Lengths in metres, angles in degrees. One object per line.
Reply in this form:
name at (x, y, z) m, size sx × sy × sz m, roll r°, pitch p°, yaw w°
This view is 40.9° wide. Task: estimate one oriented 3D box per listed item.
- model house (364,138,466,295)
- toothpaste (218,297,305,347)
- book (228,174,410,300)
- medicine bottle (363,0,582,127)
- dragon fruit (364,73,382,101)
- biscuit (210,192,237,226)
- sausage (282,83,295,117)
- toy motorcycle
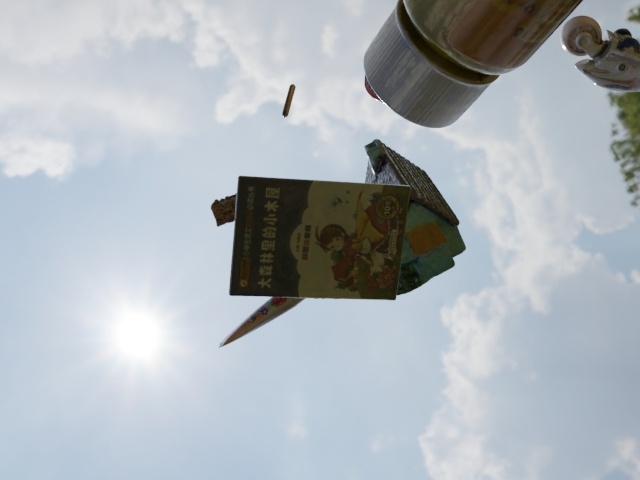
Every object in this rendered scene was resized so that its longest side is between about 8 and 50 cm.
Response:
model house at (0.163, -0.071, 1.913) m, size 0.248 × 0.230 × 0.280 m, roll 59°, pitch -177°, yaw -34°
toothpaste at (-0.112, 0.144, 1.631) m, size 0.043 × 0.194 × 0.067 m, roll 56°, pitch 177°, yaw -4°
book at (0.000, 0.000, 1.564) m, size 0.323 × 0.228 × 0.018 m, roll 1°, pitch -165°, yaw -15°
medicine bottle at (0.234, -0.352, 1.239) m, size 0.224 × 0.384 × 0.224 m, roll 18°, pitch -132°, yaw -21°
dragon fruit at (0.177, -0.332, 1.764) m, size 0.111 × 0.153 × 0.153 m, roll 21°, pitch -129°, yaw -38°
biscuit at (-0.162, -0.090, 2.043) m, size 0.034 × 0.199 × 0.064 m, roll -99°, pitch -8°, yaw -59°
sausage at (-0.068, -0.302, 1.851) m, size 0.015 × 0.015 × 0.100 m, roll 35°, pitch -130°, yaw -31°
toy motorcycle at (0.546, -0.322, 1.562) m, size 0.254 × 0.112 × 0.112 m, roll 23°, pitch -136°, yaw -8°
